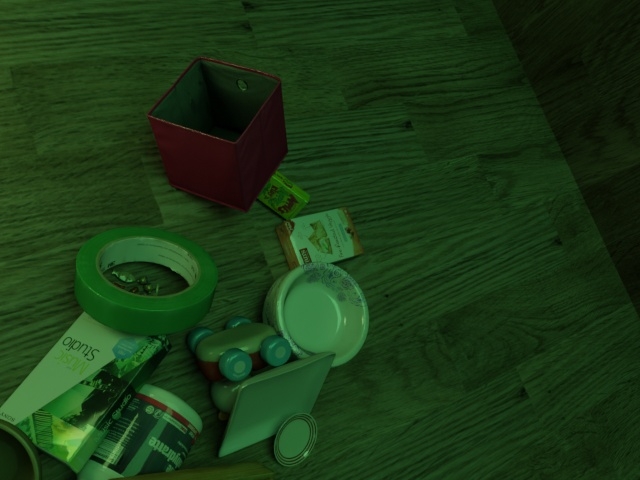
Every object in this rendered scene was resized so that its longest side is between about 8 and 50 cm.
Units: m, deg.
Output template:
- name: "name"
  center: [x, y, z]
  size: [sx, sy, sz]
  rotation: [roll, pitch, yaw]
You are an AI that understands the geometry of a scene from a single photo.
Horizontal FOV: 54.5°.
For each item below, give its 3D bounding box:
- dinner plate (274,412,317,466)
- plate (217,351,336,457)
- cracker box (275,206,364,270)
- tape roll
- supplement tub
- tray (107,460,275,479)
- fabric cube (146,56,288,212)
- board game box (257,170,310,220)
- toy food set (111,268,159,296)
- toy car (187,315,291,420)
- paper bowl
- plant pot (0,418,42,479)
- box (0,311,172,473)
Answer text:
- name: "dinner plate"
  center: [-0.066, 0.511, 1.601]
  size: [0.141, 0.017, 0.141]
  rotation: [-8, 103, -38]
- name: "plate"
  center: [-0.114, 0.388, 1.512]
  size: [0.278, 0.277, 0.045]
  rotation: [-13, 47, -38]
- name: "cracker box"
  center: [0.000, 0.000, 1.834]
  size: [0.232, 0.067, 0.156]
  rotation: [-15, 79, -33]
- name: "tape roll"
  center: [-0.405, 0.087, 1.455]
  size: [0.321, 0.077, 0.321]
  rotation: [14, 30, -8]
- name: "supplement tub"
  center: [-0.399, 0.467, 1.343]
  size: [0.191, 0.191, 0.272]
  rotation: [38, 57, -13]
- name: "tray"
  center: [-0.281, 0.587, 1.299]
  size: [0.411, 0.076, 0.203]
  rotation: [18, 89, -50]
- name: "fabric cube"
  center: [-0.253, -0.278, 1.623]
  size: [0.254, 0.258, 0.259]
  rotation: [19, 56, 16]
- name: "board game box"
  center: [-0.130, -0.144, 1.793]
  size: [0.181, 0.092, 0.043]
  rotation: [36, 32, -13]
- name: "toy food set"
  center: [-0.464, 0.119, 1.546]
  size: [0.122, 0.019, 0.078]
  rotation: [17, 64, -24]
- name: "toy car"
  center: [-0.198, 0.339, 1.542]
  size: [0.210, 0.219, 0.238]
  rotation: [-14, 108, -34]
- name: "paper bowl"
  center: [-0.022, 0.210, 1.686]
  size: [0.284, 0.148, 0.284]
  rotation: [10, 69, -29]
- name: "plant pot"
  center: [-0.664, 0.454, 1.220]
  size: [0.237, 0.110, 0.237]
  rotation: [0, 91, -9]
- name: "box"
  center: [-0.510, 0.305, 1.343]
  size: [0.232, 0.058, 0.322]
  rotation: [16, 55, 24]
